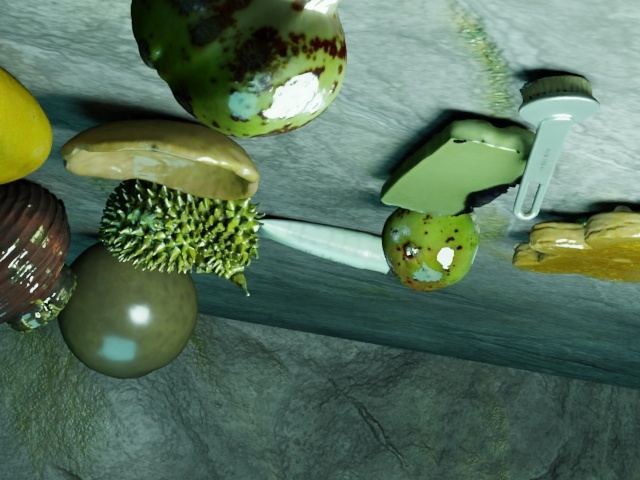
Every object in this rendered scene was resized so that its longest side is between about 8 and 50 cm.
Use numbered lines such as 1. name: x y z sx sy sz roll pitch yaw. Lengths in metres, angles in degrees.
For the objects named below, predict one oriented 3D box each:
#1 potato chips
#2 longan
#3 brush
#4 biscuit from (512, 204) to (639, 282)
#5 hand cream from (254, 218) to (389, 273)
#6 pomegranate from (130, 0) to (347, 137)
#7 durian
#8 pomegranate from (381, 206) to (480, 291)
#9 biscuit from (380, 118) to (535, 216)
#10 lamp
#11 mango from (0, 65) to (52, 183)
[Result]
1. potato chips: -0.164 -0.092 1.301 0.208 0.062 0.195 2 170 40
2. longan: -0.334 0.111 2.186 0.258 0.258 0.258 9 171 1
3. brush: 0.187 -0.073 1.071 0.062 0.027 0.266 -1 161 2
4. biscuit: 0.335 0.004 1.456 0.197 0.049 0.301 5 171 -1
5. hand cream: 0.000 0.000 1.758 0.205 0.050 0.078 14 173 -1
6. pomegranate: -0.039 -0.136 0.741 0.125 0.138 0.163 -26 169 -34
7. durian: -0.165 -0.027 1.418 0.221 0.137 0.095 16 -175 23
8. pomegranate: 0.136 0.000 1.468 0.114 0.114 0.142 2 -169 37
9. biscuit: 0.133 -0.067 1.246 0.099 0.038 0.322 14 170 -7
10. lamp: -0.452 0.021 1.761 0.247 0.247 0.247 9 171 1
11. mango: -0.336 -0.117 1.156 0.138 0.113 0.253 7 169 11
